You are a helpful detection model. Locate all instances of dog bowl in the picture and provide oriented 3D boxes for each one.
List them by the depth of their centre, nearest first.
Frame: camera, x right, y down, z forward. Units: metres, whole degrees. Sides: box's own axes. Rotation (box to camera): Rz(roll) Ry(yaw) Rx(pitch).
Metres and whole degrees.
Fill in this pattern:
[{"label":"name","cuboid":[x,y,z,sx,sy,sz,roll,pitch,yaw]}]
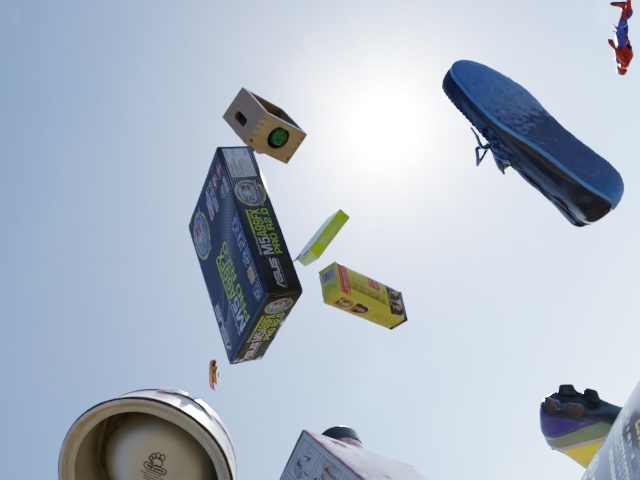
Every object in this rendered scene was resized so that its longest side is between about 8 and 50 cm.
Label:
[{"label":"dog bowl","cuboid":[-0.373,0.516,1.832,0.408,0.407,0.150,-65,-4,16]}]

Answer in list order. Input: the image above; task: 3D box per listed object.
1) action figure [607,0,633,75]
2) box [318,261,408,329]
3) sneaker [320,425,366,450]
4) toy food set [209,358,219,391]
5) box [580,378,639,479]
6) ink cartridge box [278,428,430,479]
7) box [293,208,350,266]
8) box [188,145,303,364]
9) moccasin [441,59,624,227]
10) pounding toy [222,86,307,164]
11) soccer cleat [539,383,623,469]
[{"label":"action figure","cuboid":[0.381,-0.257,1.023,0.038,0.030,0.115,-58,-39,-33]},{"label":"box","cuboid":[0.098,0.128,1.830,0.232,0.087,0.058,26,-48,-38]},{"label":"sneaker","cuboid":[-0.003,0.413,1.161,0.090,0.145,0.270,18,-69,-21]},{"label":"toy food set","cuboid":[-0.273,0.346,2.074,0.083,0.020,0.083,-94,4,-50]},{"label":"box","cuboid":[0.273,0.201,0.649,0.183,0.059,0.233,-68,-9,22]},{"label":"ink cartridge box","cuboid":[0.128,0.364,0.913,0.271,0.309,0.130,28,-92,-36]},{"label":"box","cuboid":[0.000,0.000,2.212,0.178,0.042,0.109,-52,8,-24]},{"label":"box","cuboid":[-0.125,0.023,1.252,0.060,0.270,0.216,-5,-31,-27]},{"label":"moccasin","cuboid":[0.315,-0.144,1.289,0.137,0.342,0.117,-33,-17,-37]},{"label":"pounding toy","cuboid":[-0.113,-0.198,1.501,0.130,0.141,0.100,22,-70,-43]},{"label":"soccer cleat","cuboid":[0.440,0.294,1.141,0.093,0.289,0.121,-25,-66,-33]}]
